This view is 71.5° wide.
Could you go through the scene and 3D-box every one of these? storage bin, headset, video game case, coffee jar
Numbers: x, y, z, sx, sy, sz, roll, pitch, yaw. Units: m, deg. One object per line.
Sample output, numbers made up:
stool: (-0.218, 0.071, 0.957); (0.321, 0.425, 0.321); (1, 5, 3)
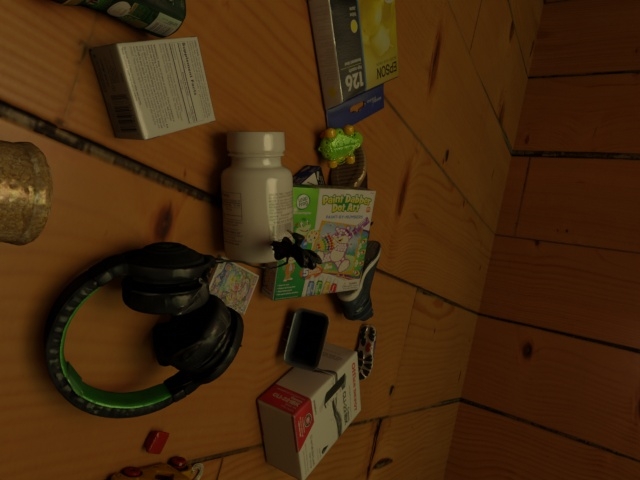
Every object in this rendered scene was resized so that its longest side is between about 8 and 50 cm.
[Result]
storage bin: (-0.035, 0.231, 1.065); (0.091, 0.099, 0.135); (60, 43, -81)
headset: (-0.191, 0.107, 0.667); (0.394, 0.185, 0.243); (-34, 120, -25)
video game case: (-0.175, 0.091, 0.881); (0.122, 0.011, 0.087); (39, 67, -52)
coffee jar: (-0.269, -0.333, 0.566); (0.185, 0.079, 0.096); (-8, 87, -55)

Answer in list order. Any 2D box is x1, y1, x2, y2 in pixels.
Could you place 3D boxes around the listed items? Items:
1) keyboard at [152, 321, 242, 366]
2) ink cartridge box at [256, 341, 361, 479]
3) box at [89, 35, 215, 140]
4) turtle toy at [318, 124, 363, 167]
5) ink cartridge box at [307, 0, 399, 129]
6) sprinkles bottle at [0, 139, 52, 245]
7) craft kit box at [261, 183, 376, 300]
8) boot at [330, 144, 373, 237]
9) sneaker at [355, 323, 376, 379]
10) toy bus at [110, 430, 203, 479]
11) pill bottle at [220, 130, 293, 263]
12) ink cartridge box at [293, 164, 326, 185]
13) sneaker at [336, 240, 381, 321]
keyboard: (-0.228, 0.192, 0.823); (0.192, 0.038, 0.100); (2, 73, -55)
ink cartridge box: (-0.015, 0.409, 1.105); (0.273, 0.114, 0.196); (-31, 123, -50)
box: (-0.239, -0.224, 0.651); (0.137, 0.072, 0.126); (-35, 125, -46)
turtle toy: (0.049, -0.231, 1.065); (0.130, 0.066, 0.095); (-17, 119, -25)
ink cartridge box: (0.102, -0.447, 1.102); (0.304, 0.072, 0.306); (-40, 128, -44)
sprinkles bottle: (-0.433, -0.057, 0.366); (0.356, 0.121, 0.121); (1, 97, -56)
craft kit box: (0.000, 0.000, 0.991); (0.250, 0.061, 0.246); (-3, 105, -38)
boot: (0.092, -0.115, 1.185); (0.207, 0.090, 0.248); (29, 66, -70)
sneaker: (0.146, 0.346, 1.373); (0.071, 0.069, 0.169); (37, 67, -59)
toy bus: (-0.265, 0.445, 0.756); (0.202, 0.105, 0.190); (-44, 133, -41)
pill bottle: (-0.115, -0.083, 0.816); (0.131, 0.131, 0.228); (-19, 113, -53)
ink cartridge box: (-0.017, -0.062, 1.042); (0.097, 0.046, 0.206); (-47, 134, -38)
sneaker: (0.118, 0.121, 1.255); (0.226, 0.086, 0.163); (-57, 143, -35)
